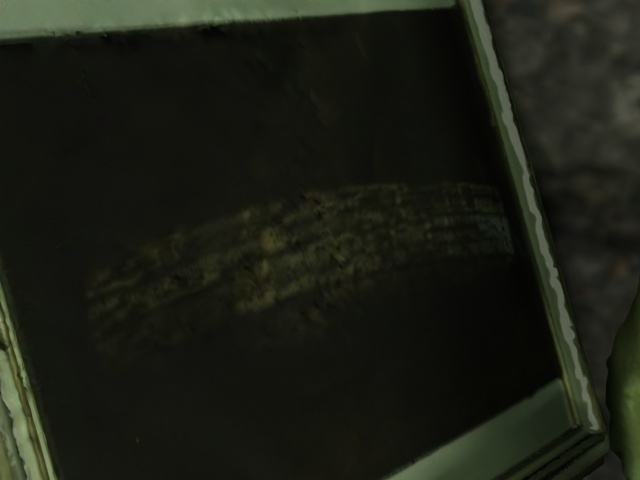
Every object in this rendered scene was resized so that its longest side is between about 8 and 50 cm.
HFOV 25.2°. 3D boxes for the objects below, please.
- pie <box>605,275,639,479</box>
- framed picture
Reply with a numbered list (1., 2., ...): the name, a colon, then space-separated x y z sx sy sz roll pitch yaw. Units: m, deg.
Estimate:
1. pie: 0.274 0.043 0.426 0.371 0.078 0.296 10 111 18
2. framed picture: 0.000 0.000 0.427 0.018 0.293 0.231 -16 91 35
